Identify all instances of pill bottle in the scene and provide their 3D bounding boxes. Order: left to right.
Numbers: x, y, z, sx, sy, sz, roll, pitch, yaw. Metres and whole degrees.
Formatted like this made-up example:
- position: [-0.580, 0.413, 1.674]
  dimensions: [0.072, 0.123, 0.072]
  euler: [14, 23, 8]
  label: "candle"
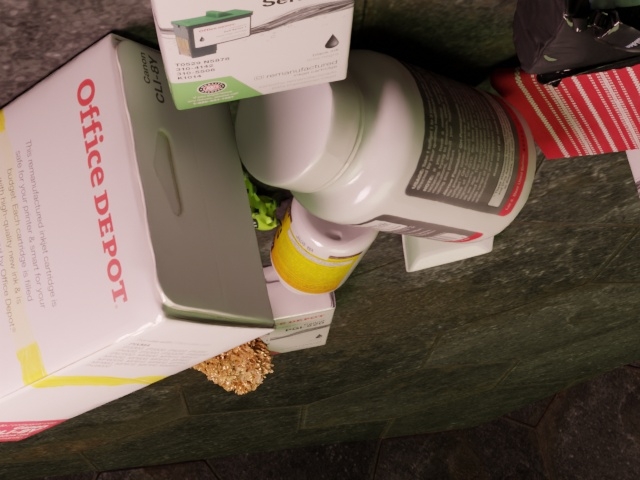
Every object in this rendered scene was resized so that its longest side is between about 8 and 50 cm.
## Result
- position: [0.000, 0.000, 1.443]
  dimensions: [0.117, 0.117, 0.215]
  euler: [-7, 160, -17]
  label: "pill bottle"
- position: [0.070, -0.097, 1.125]
  dimensions: [0.176, 0.176, 0.318]
  euler: [-28, 156, 36]
  label: "pill bottle"

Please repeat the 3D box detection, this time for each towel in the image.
- position: [0.346, -0.157, 1.212]
  dimensions: [0.275, 0.031, 0.199]
  euler: [-4, 156, 30]
  label: "towel"

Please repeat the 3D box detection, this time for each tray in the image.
- position: [0.194, -0.017, 1.656]
  dimensions: [0.145, 0.030, 0.270]
  euler: [-13, 161, 2]
  label: "tray"

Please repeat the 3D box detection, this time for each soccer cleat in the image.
- position: [-0.106, -0.046, 1.341]
  dimensions: [0.072, 0.060, 0.179]
  euler: [-5, 164, 16]
  label: "soccer cleat"

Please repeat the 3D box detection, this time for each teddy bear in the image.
- position: [-0.188, 0.151, 1.644]
  dimensions: [0.113, 0.245, 0.338]
  euler: [-51, 177, -19]
  label: "teddy bear"

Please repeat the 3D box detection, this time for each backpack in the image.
- position: [0.282, -0.222, 1.010]
  dimensions: [0.182, 0.115, 0.152]
  euler: [-11, 172, -10]
  label: "backpack"

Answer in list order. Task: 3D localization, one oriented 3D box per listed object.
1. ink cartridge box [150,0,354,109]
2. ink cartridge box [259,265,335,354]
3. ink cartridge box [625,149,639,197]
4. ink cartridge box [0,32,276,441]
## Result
- position: [-0.058, -0.204, 0.866]
  dimensions: [0.160, 0.092, 0.219]
  euler: [-12, 161, -5]
  label: "ink cartridge box"
- position: [-0.066, 0.114, 1.764]
  dimensions: [0.159, 0.092, 0.218]
  euler: [-11, 159, -8]
  label: "ink cartridge box"
- position: [0.506, -0.071, 1.348]
  dimensions: [0.197, 0.273, 0.114]
  euler: [-5, 163, -23]
  label: "ink cartridge box"
- position: [-0.255, 0.018, 1.076]
  dimensions: [0.385, 0.279, 0.160]
  euler: [-25, 158, 32]
  label: "ink cartridge box"
